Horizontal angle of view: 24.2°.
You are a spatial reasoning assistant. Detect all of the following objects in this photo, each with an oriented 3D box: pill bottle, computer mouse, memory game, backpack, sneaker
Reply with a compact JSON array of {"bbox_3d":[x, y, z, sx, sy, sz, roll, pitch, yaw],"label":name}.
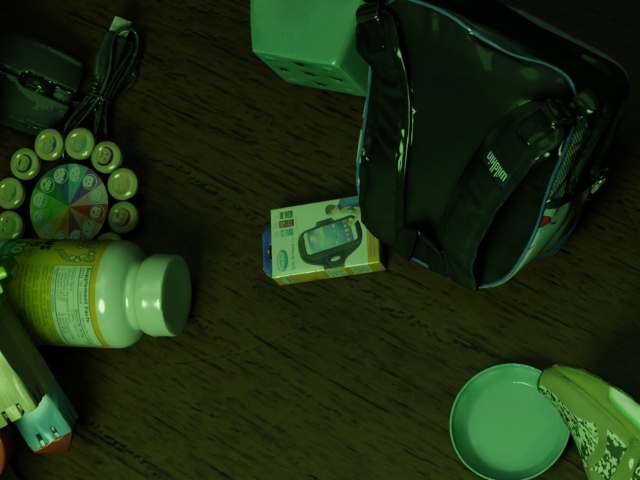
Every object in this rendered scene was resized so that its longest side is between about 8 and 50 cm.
[{"bbox_3d":[-0.251,0.056,1.600,0.209,0.117,0.117,1,69,17],"label":"pill bottle"},{"bbox_3d":[-0.358,-0.198,1.769,0.272,0.072,0.188,13,75,23],"label":"computer mouse"},{"bbox_3d":[-0.289,-0.038,1.689,0.186,0.012,0.186,-2,82,17],"label":"memory game"},{"bbox_3d":[0.157,-0.097,1.456,0.276,0.213,0.263,37,123,31],"label":"backpack"},{"bbox_3d":[0.276,0.290,1.296,0.182,0.158,0.410,-30,61,0],"label":"sneaker"}]

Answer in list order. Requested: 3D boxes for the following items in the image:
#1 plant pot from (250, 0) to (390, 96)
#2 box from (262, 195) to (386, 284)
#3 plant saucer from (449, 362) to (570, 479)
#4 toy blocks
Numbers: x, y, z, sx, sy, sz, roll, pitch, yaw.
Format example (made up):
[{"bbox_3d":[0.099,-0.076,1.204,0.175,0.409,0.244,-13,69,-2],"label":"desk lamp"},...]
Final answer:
[{"bbox_3d":[0.023,-0.288,1.628,0.166,0.165,0.234,12,81,23],"label":"plant pot"},{"bbox_3d":[0.000,0.000,1.589,0.136,0.028,0.081,-8,67,14],"label":"box"},{"bbox_3d":[0.186,0.180,1.453,0.119,0.021,0.119,-7,66,16],"label":"plant saucer"},{"bbox_3d":[-0.410,0.212,1.540,0.381,0.191,0.261,-29,102,7],"label":"toy blocks"}]
